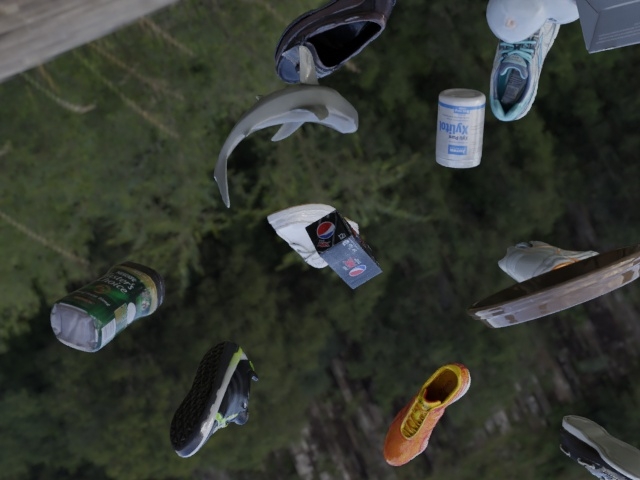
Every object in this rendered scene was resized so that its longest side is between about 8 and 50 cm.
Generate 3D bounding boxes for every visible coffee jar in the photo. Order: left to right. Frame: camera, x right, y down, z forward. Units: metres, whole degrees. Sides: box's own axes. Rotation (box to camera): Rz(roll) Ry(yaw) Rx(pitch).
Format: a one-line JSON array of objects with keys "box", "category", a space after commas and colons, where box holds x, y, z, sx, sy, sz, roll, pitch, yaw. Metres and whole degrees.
[{"box": [-0.324, 0.098, 1.805, 0.096, 0.079, 0.184, 15, -153, 23], "category": "coffee jar"}]

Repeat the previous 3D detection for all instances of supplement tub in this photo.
[{"box": [0.209, -0.169, 1.747, 0.071, 0.107, 0.071, 1, -160, 0], "category": "supplement tub"}]

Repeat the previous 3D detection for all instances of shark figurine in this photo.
[{"box": [-0.048, -0.173, 1.716, 0.278, 0.116, 0.166, -28, 128, -25], "category": "shark figurine"}]

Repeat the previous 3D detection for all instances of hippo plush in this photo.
[{"box": [0.346, -0.461, 1.952, 0.294, 0.236, 0.234, -27, -175, 3], "category": "hippo plush"}]

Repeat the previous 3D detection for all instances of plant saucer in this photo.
[{"box": [0.345, 0.068, 1.678, 0.278, 0.041, 0.278, -20, 178, -1], "category": "plant saucer"}]

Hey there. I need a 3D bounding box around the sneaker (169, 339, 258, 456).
[{"box": [-0.139, 0.238, 1.695, 0.084, 0.097, 0.234, -31, -159, 31], "category": "sneaker"}]

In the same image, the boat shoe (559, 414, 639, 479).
[{"box": [0.278, 0.214, 1.144, 0.046, 0.038, 0.125, -1, -161, -31], "category": "boat shoe"}]

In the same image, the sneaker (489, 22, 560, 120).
[{"box": [0.376, -0.351, 2.158, 0.110, 0.283, 0.122, 11, -159, 13], "category": "sneaker"}]

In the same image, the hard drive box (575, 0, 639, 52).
[{"box": [0.433, -0.289, 1.310, 0.232, 0.089, 0.181, -19, -171, -23], "category": "hard drive box"}]

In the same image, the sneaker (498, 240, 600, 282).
[{"box": [0.398, 0.040, 2.015, 0.262, 0.121, 0.099, 6, 113, -59], "category": "sneaker"}]

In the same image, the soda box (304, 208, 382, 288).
[{"box": [0.037, 0.015, 1.768, 0.060, 0.053, 0.169, -30, 152, 7], "category": "soda box"}]

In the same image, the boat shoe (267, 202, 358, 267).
[{"box": [0.000, 0.000, 2.092, 0.098, 0.096, 0.277, -16, 164, 26], "category": "boat shoe"}]

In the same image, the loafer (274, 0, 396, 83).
[{"box": [0.014, -0.348, 2.035, 0.109, 0.095, 0.302, 26, 142, -29], "category": "loafer"}]

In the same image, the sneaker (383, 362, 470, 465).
[{"box": [0.140, 0.240, 1.638, 0.175, 0.064, 0.067, -56, 154, 6], "category": "sneaker"}]
